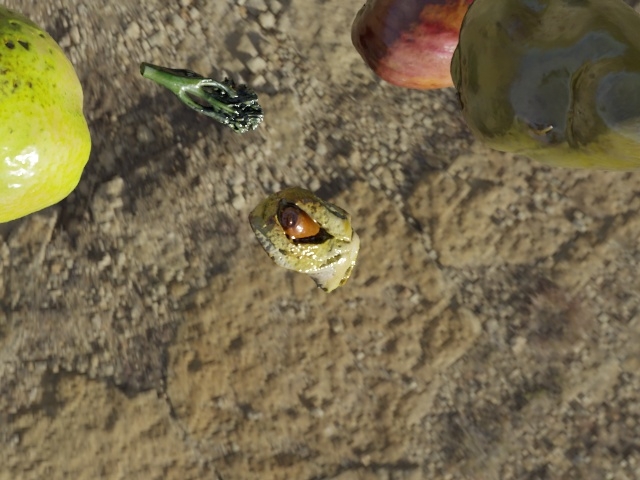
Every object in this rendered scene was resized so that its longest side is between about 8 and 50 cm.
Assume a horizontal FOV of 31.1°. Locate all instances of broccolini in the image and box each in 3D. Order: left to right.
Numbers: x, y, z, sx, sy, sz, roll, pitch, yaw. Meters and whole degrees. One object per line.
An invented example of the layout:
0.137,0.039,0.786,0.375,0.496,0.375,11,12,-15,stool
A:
-0.161,-0.212,1.638,0.068,0.091,0.202,-21,152,36,broccolini

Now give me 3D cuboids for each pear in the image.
-0.543,-0.194,1.810,0.391,0.391,0.391,-5,111,-14,pear

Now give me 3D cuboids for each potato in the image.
0.289,-0.178,1.315,0.202,0.351,0.218,-44,135,-17,potato

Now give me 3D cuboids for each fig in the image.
0.173,-0.317,1.612,0.263,0.224,0.224,-7,113,8,fig

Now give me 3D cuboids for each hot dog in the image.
0.001,-0.001,0.992,0.061,0.169,0.078,-20,72,18,hot dog
